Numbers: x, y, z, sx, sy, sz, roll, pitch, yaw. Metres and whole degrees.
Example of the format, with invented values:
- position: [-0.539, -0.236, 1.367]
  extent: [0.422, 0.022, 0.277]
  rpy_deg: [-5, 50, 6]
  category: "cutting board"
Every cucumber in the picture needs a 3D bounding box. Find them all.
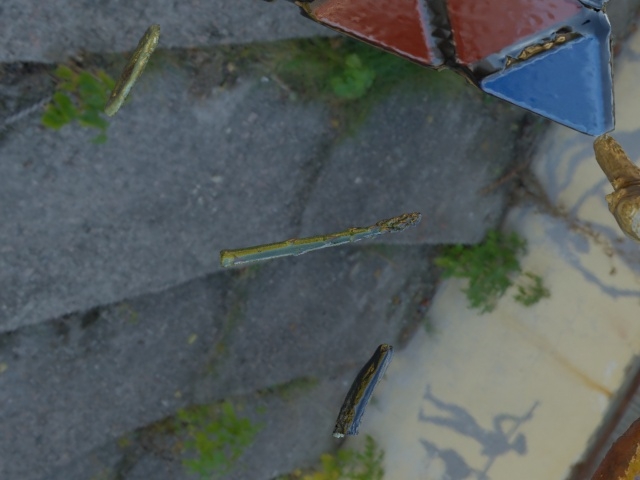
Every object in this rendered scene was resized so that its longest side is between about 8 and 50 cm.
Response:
- position: [0.051, 0.182, 1.148]
  extent: [0.033, 0.034, 0.135]
  rpy_deg: [6, 109, -62]
  category: "cucumber"

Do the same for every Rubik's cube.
- position: [0.022, -0.153, 0.494]
  extent: [0.284, 0.234, 0.250]
  rpy_deg: [-83, 159, -65]
  category: "Rubik's cube"

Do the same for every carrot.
- position: [0.134, 0.115, 0.427]
  extent: [0.093, 0.032, 0.032]
  rpy_deg: [-50, 152, -6]
  category: "carrot"

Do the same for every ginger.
- position: [0.463, -0.051, 1.352]
  extent: [0.147, 0.334, 0.081]
  rpy_deg: [12, 120, -14]
  category: "ginger"

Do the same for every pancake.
- position: [-0.192, -0.175, 0.975]
  extent: [0.017, 0.108, 0.108]
  rpy_deg: [30, 95, -21]
  category: "pancake"

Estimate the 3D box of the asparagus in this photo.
- position: [0.000, 0.000, 1.132]
  extent: [0.025, 0.248, 0.024]
  rpy_deg: [-83, 162, -80]
  category: "asparagus"
